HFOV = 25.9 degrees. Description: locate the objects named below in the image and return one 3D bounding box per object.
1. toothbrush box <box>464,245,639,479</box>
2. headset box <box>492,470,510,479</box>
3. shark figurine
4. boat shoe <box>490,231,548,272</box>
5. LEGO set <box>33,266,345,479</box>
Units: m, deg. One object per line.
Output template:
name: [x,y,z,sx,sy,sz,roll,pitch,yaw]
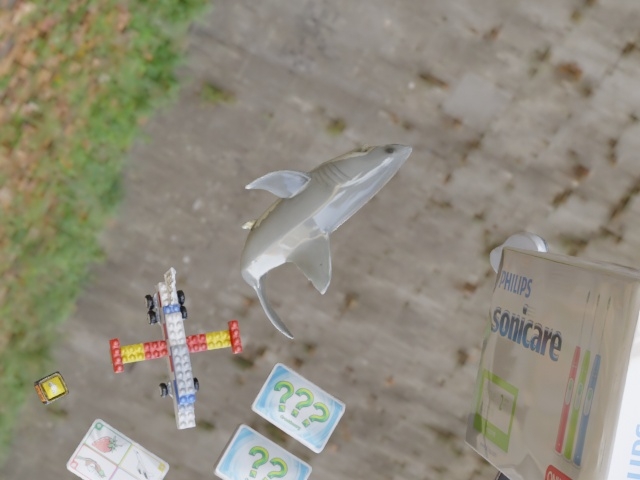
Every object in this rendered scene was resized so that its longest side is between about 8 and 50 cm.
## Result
toothbrush box: [0.241,0.088,0.700,0.206,0.283,0.122,-157,-102,-79]
headset box: [0.262,0.329,1.457,0.110,0.218,0.293,-45,160,-57]
shark figurine: [-0.024,0.015,1.420,0.166,0.116,0.278,-10,153,-42]
boat shoe: [0.259,0.013,1.774,0.040,0.049,0.142,-18,177,-17]
LEGO set: [-0.111,0.148,1.170,0.182,0.244,0.060,-58,-168,-18]
